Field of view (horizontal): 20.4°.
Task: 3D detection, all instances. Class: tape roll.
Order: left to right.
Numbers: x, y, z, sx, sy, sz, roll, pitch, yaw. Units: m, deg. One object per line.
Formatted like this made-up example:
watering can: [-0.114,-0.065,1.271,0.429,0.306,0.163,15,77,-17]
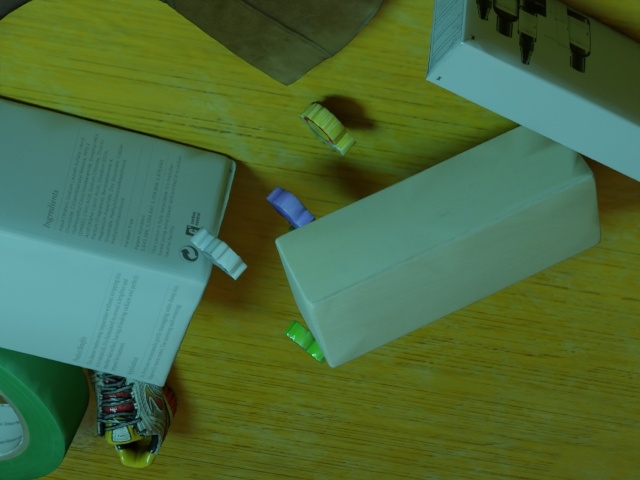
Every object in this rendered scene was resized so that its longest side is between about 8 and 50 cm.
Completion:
tape roll: [-0.413,0.144,1.942,0.321,0.077,0.321,15,145,10]

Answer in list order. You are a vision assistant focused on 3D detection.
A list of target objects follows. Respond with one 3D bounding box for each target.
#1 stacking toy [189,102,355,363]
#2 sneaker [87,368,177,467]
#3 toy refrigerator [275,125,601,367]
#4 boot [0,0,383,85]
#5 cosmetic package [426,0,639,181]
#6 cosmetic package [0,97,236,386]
stacking toy: [0.000,0.000,1.628,0.052,0.167,0.221,33,169,47]
sneaker: [-0.211,0.175,1.980,0.088,0.093,0.225,0,143,14]
toy refrigerator: [0.104,-0.003,1.564,0.269,0.094,0.102,-25,142,-6]
boot: [-0.128,-0.206,1.456,0.280,0.096,0.264,25,135,-34]
cosmetic package: [0.204,-0.133,1.446,0.239,0.099,0.060,23,143,-20]
cosmetic package: [-0.299,-0.013,1.682,0.385,0.156,0.217,17,144,-9]
